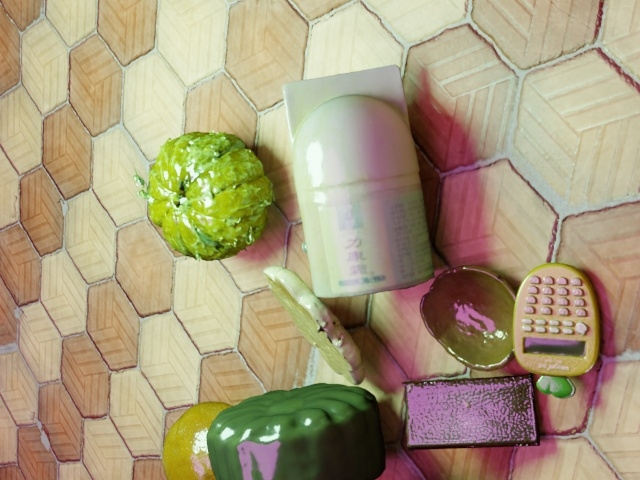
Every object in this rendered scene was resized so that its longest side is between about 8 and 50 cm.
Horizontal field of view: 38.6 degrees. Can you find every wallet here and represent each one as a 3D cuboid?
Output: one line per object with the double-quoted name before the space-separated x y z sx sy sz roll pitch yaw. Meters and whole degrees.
"wallet" 0.275 0.317 1.683 0.243 0.039 0.132 -7 87 20

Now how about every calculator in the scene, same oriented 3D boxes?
"calculator" 0.403 0.154 1.563 0.146 0.032 0.234 2 98 21

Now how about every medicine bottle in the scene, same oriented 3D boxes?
"medicine bottle" 0.070 -0.111 1.709 0.236 0.236 0.405 -5 97 44

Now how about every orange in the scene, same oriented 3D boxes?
"orange" -0.247 0.506 2.143 0.264 0.264 0.264 11 107 42
"orange" -0.237 -0.108 2.017 0.301 0.223 0.300 -34 86 39

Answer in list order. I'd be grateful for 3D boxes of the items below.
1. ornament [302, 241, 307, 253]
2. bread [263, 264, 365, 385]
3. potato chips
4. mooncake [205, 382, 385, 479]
"ornament" -0.002 0.000 1.940 0.068 0.041 0.092 52 139 30
"bread" -0.009 0.168 1.873 0.316 0.054 0.316 48 168 13
"potato chips" 0.286 0.139 1.676 0.208 0.062 0.195 -8 92 37
"mooncake" -0.049 0.409 1.856 0.357 0.357 0.194 -12 88 44
